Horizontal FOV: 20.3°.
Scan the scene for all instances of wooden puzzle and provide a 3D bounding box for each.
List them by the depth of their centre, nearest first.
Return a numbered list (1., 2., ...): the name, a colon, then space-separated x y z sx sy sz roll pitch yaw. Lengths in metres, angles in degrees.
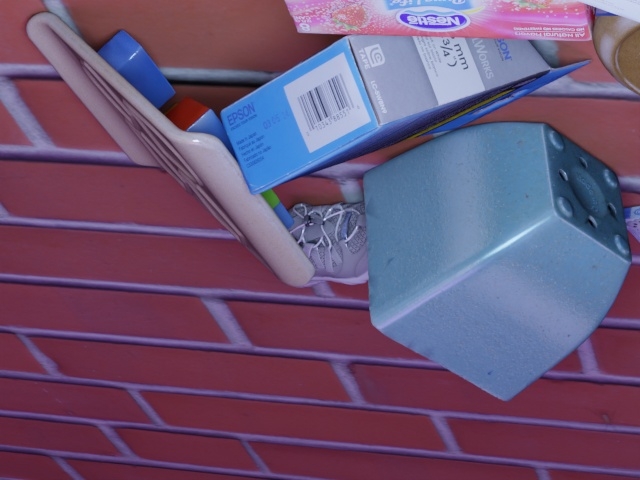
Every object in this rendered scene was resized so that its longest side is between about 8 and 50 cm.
1. wooden puzzle: -0.163 -0.121 2.118 0.348 0.080 0.322 36 169 38

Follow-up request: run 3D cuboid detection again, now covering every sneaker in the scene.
1. sneaker: 0.000 0.000 2.383 0.115 0.105 0.281 27 151 -30

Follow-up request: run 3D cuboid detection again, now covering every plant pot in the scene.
1. plant pot: 0.404 -0.198 1.895 0.236 0.032 0.236 10 155 5
2. plant pot: 0.229 -0.001 2.152 0.248 0.247 0.252 30 131 -34

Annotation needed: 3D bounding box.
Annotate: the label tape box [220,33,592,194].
1. label tape box: 0.093 -0.169 1.951 0.333 0.106 0.240 -20 178 -40

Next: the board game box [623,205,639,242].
1. board game box: 0.438 -0.018 2.262 0.090 0.020 0.090 -7 148 35

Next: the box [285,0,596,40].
1. box: 0.113 -0.289 1.701 0.300 0.142 0.154 4 154 16

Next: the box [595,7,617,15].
1. box: 0.246 -0.248 1.794 0.178 0.042 0.109 3 -177 16

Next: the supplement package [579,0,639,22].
1. supplement package: 0.282 -0.324 1.500 0.149 0.194 0.203 17 153 -9
